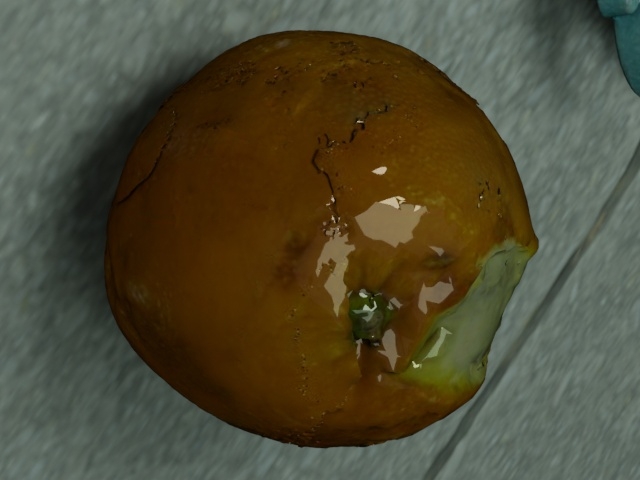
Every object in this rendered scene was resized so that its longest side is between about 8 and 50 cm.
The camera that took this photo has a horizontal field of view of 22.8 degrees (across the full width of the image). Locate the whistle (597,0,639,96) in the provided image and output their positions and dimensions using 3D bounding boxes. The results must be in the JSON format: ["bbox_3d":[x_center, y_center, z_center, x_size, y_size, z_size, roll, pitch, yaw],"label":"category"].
[{"bbox_3d":[0.212,-0.202,1.058,0.274,0.093,0.186,52,50,-43],"label":"whistle"}]

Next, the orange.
[{"bbox_3d":[0.000,0.000,0.898,0.240,0.240,0.240,-16,119,-31],"label":"orange"}]
